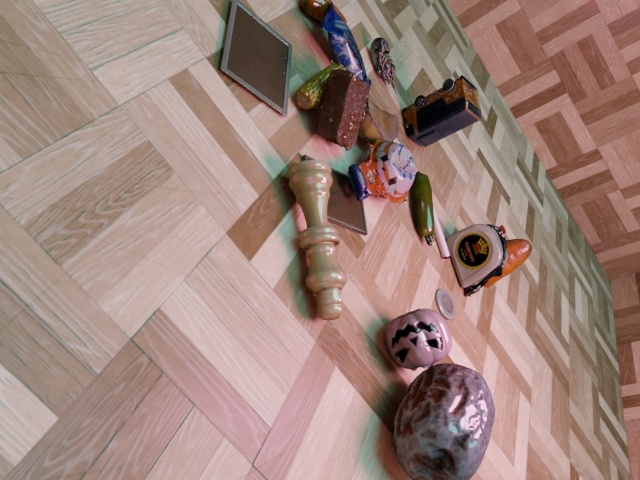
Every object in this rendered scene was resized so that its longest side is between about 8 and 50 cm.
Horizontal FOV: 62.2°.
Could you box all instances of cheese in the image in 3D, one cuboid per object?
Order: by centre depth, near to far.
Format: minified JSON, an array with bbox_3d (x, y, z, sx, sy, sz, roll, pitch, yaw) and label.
[{"bbox_3d":[0.193,-0.206,1.649,0.329,0.129,0.217,-23,95,-49],"label":"cheese"}]

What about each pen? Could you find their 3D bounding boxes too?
[{"bbox_3d":[0.419,-0.061,1.932,0.033,0.033,0.269,3,68,-50],"label":"pen"}]

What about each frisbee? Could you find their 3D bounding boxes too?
[{"bbox_3d":[0.423,0.214,1.791,0.110,0.014,0.110,28,50,-39],"label":"frisbee"}]

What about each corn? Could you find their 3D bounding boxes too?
[{"bbox_3d":[0.006,-0.464,1.608,0.091,0.091,0.260,43,43,-1],"label":"corn"}]

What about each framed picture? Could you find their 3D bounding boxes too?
[{"bbox_3d":[-0.172,-0.506,1.469,0.232,0.019,0.296,30,49,-37],"label":"framed picture"},{"bbox_3d":[0.046,-0.126,1.520,0.250,0.016,0.184,18,57,-45],"label":"framed picture"}]

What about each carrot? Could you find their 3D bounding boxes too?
[{"bbox_3d":[0.016,-0.782,1.809,0.193,0.087,0.087,12,61,-45],"label":"carrot"},{"bbox_3d":[0.726,0.070,2.085,0.159,0.225,0.159,34,41,-36],"label":"carrot"}]

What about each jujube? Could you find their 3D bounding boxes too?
[{"bbox_3d":[0.303,0.443,1.317,0.215,0.246,0.308,31,29,6],"label":"jujube"}]

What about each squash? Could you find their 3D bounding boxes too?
[{"bbox_3d":[0.361,-0.131,1.871,0.071,0.080,0.318,4,58,-8],"label":"squash"}]

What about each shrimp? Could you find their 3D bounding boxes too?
[{"bbox_3d":[0.254,-0.669,2.049,0.090,0.079,0.233,-26,96,-49],"label":"shrimp"}]

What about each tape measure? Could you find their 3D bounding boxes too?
[{"bbox_3d":[0.588,0.062,1.929,0.115,0.207,0.235,6,63,-53],"label":"tape measure"}]

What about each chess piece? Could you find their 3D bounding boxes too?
[{"bbox_3d":[0.000,0.000,1.313,0.117,0.117,0.397,11,63,-48],"label":"chess piece"}]

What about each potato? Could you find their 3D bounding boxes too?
[{"bbox_3d":[0.182,-0.371,1.765,0.243,0.098,0.138,7,68,-56],"label":"potato"}]

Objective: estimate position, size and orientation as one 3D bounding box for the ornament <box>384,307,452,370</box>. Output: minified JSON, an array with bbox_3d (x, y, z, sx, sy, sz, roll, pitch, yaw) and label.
[{"bbox_3d":[0.264,0.271,1.426,0.177,0.177,0.177,29,49,-39],"label":"ornament"}]

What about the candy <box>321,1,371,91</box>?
[{"bbox_3d":[0.096,-0.624,1.805,0.331,0.077,0.187,57,31,-38],"label":"candy"}]

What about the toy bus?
[{"bbox_3d":[0.462,-0.485,2.032,0.138,0.275,0.167,18,60,-45],"label":"toy bus"}]

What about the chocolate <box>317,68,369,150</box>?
[{"bbox_3d":[0.062,-0.381,1.558,0.148,0.093,0.214,2,106,-62],"label":"chocolate"}]

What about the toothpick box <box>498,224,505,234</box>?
[{"bbox_3d":[0.754,-0.034,2.289,0.047,0.083,0.047,27,52,-39],"label":"toothpick box"}]
